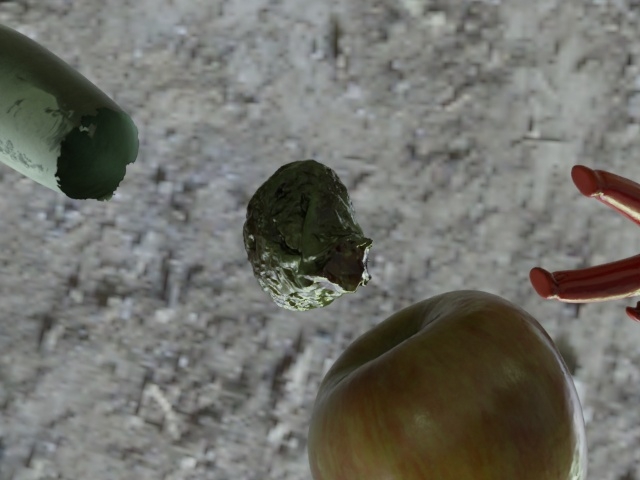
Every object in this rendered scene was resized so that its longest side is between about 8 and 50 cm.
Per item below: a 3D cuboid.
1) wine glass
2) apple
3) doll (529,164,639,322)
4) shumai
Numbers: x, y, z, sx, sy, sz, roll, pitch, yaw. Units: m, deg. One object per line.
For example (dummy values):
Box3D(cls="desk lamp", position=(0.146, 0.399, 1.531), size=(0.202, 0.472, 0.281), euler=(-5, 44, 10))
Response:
Box3D(cls="wine glass", position=(-0.188, -0.093, 0.923), size=(0.074, 0.262, 0.074), euler=(-29, 136, -33))
Box3D(cls="apple", position=(0.121, 0.185, 1.624), size=(0.264, 0.264, 0.264), euler=(-7, 100, -43))
Box3D(cls="doll", position=(0.420, 0.016, 1.957), size=(0.384, 0.099, 0.188), euler=(12, 113, -25))
Box3D(cls="shumai", position=(-0.001, 0.000, 1.413), size=(0.099, 0.087, 0.124), euler=(-20, 107, -26))
